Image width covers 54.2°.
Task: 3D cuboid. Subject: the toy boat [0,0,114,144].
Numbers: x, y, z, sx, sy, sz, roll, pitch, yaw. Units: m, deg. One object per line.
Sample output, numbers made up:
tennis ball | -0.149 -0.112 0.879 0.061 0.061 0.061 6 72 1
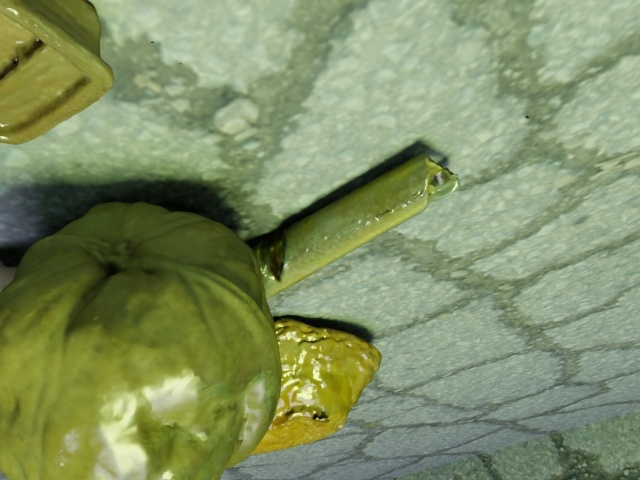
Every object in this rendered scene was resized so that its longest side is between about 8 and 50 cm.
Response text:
toy boat | -0.224 -0.136 0.359 0.116 0.061 0.188 -22 149 27

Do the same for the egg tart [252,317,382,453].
egg tart | -0.070 0.248 1.022 0.352 0.153 0.339 -7 149 -3

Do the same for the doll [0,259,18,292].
doll | -0.332 0.086 0.706 0.149 0.095 0.192 8 145 -32

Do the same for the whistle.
whistle | 0.000 -0.001 0.673 0.326 0.057 0.068 -29 149 33

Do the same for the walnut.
walnut | -0.165 0.113 0.584 0.253 0.282 0.277 -8 119 -5
